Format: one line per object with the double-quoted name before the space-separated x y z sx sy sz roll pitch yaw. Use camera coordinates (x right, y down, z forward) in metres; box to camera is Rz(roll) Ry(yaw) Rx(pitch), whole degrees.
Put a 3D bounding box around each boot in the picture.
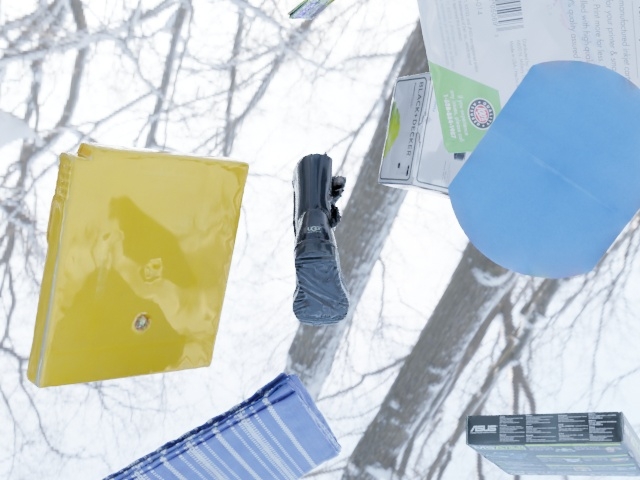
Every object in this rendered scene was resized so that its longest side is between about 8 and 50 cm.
"boot" 0.000 0.000 1.332 0.094 0.246 0.207 -1 -126 4

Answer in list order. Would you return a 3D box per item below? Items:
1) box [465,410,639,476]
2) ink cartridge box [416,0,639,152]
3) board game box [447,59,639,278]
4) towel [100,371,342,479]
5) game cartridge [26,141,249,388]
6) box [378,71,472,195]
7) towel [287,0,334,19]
"box" 0.304 0.263 1.033 0.191 0.184 0.045 -8 -122 28
"ink cartridge box" 0.288 -0.213 0.794 0.354 0.207 0.119 -1 -150 26
"board game box" 0.184 -0.054 0.633 0.133 0.168 0.033 32 -166 -5
"towel" -0.146 0.312 1.088 0.336 0.243 0.040 -28 -129 -2
"game cartridge" -0.246 0.034 1.119 0.285 0.323 0.053 1 -166 -46
"box" 0.239 -0.143 1.256 0.290 0.169 0.087 8 -179 -32
"towel" -0.005 -0.279 0.954 0.009 0.060 0.083 56 -161 -3
